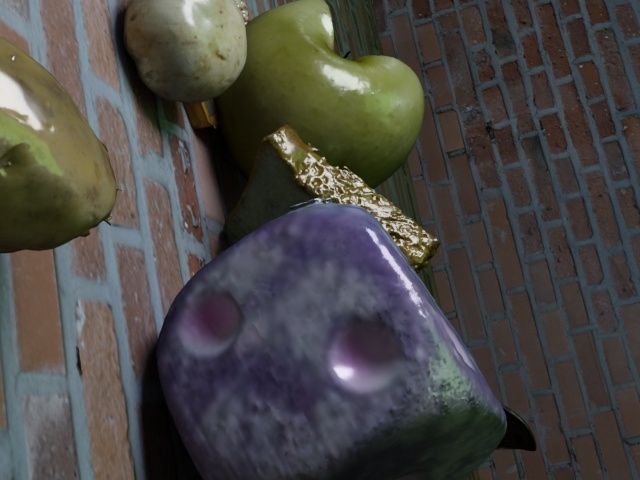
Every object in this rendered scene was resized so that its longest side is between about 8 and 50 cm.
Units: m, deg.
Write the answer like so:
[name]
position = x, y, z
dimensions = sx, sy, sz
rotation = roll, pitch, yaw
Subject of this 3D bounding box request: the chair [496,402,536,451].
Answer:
[chair]
position = 0.149, 0.253, 1.384
dimensions = 0.175, 0.327, 0.183
rotation = 60, 20, -51

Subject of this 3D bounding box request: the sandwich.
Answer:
[sandwich]
position = 0.000, 0.000, 1.167
dimensions = 0.251, 0.226, 0.087
rotation = 40, 53, 6

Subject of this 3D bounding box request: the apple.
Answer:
[apple]
position = -0.024, -0.178, 1.278
dimensions = 0.295, 0.257, 0.233
rotation = 44, 41, 12

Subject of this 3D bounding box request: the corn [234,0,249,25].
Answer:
[corn]
position = -0.158, -0.406, 1.400
dimensions = 0.079, 0.080, 0.237
rotation = -37, 115, -75

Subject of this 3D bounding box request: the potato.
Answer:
[potato]
position = -0.241, -0.068, 0.626
dimensions = 0.161, 0.128, 0.235
rotation = 63, 14, 20

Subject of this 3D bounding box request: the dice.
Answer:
[dice]
position = 0.012, 0.146, 0.939
dimensions = 0.271, 0.270, 0.270
rotation = 59, 6, 32

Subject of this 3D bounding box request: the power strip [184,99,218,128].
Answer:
[power strip]
position = -0.180, -0.232, 1.210
dimensions = 0.049, 0.028, 0.178
rotation = -64, 138, -69

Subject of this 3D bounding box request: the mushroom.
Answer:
[mushroom]
position = -0.167, -0.247, 1.093
dimensions = 0.166, 0.127, 0.166
rotation = 18, 67, -49
